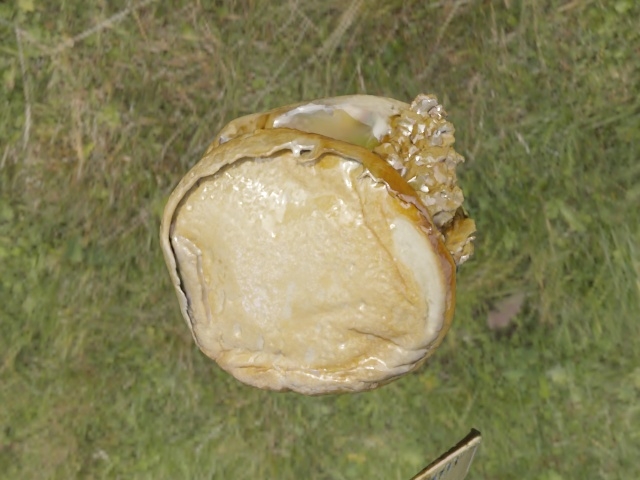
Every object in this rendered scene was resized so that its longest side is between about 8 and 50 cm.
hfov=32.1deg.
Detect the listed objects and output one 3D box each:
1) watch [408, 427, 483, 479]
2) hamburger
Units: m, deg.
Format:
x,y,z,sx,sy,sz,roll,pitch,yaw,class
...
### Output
x,y,z,sx,sy,sz,roll,pitch,yaw,class
0.131,0.211,0.788,0.165,0.268,0.102,11,105,23,watch
0.000,0.000,0.905,0.243,0.146,0.286,32,115,-7,hamburger
